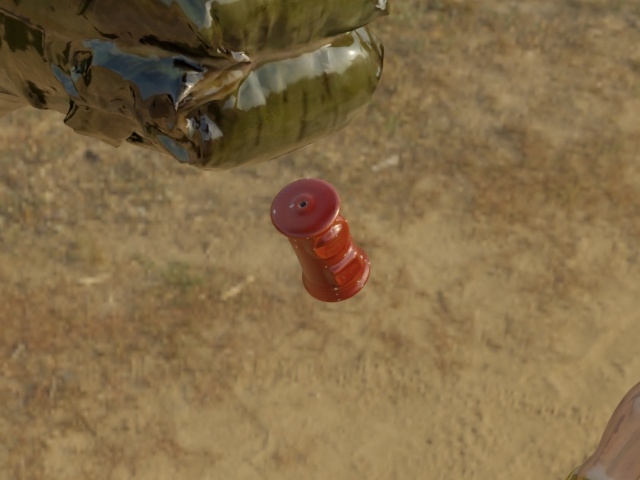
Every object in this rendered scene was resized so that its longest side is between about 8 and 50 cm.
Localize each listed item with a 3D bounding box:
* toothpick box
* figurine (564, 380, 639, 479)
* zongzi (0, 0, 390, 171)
[{"bbox_3d":[0.000,0.000,0.840,0.047,0.083,0.047,-9,56,13],"label":"toothpick box"},{"bbox_3d":[0.172,0.013,0.460,0.175,0.240,0.116,20,11,-27],"label":"figurine"},{"bbox_3d":[-0.098,-0.077,0.570,0.145,0.300,0.274,-16,54,-30],"label":"zongzi"}]
